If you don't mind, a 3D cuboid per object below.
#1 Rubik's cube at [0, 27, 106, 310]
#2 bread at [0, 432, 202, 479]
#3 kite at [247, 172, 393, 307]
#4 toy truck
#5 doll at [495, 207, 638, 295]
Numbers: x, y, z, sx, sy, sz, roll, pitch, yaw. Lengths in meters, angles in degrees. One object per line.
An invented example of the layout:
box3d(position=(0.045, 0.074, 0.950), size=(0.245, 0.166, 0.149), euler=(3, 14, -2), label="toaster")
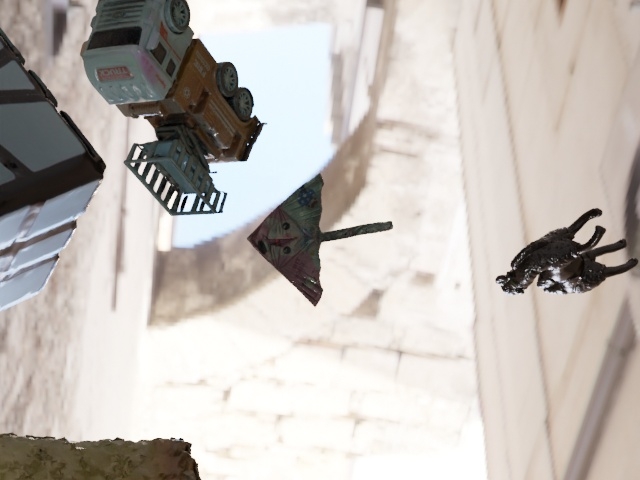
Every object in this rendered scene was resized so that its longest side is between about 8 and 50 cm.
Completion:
box3d(position=(-0.464, -0.067, 1.618), size=(0.293, 0.283, 0.288), euler=(-30, -106, -40), label="Rubik's cube")
box3d(position=(-0.243, 0.367, 1.407), size=(0.248, 0.279, 0.315), euler=(7, -120, -12), label="bread")
box3d(position=(0.000, 0.000, 1.416), size=(0.152, 0.137, 0.005), euler=(1, -172, -14), label="kite")
box3d(position=(-0.130, -0.116, 1.179), size=(0.080, 0.178, 0.115), euler=(-2, -126, 30), label="toy truck")
box3d(position=(0.307, 0.028, 1.792), size=(0.165, 0.139, 0.057), euler=(-31, -127, 14), label="doll")
